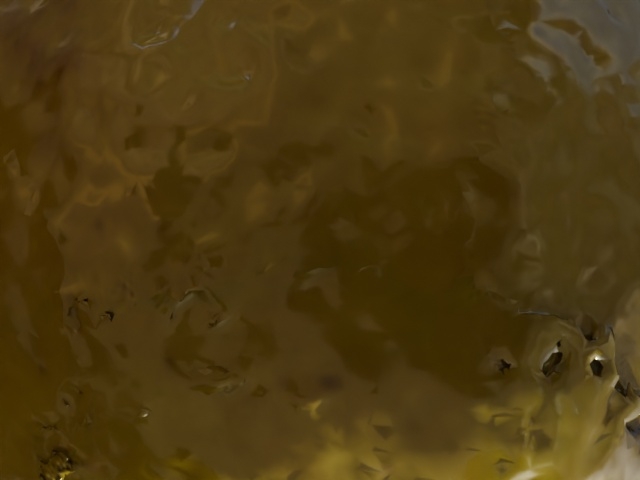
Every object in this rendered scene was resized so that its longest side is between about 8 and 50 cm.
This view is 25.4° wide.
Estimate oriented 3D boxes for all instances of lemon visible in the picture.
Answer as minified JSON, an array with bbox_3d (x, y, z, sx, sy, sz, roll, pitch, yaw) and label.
[{"bbox_3d":[0.000,0.001,0.440,0.293,0.293,0.293,1,-87,31],"label":"lemon"}]
